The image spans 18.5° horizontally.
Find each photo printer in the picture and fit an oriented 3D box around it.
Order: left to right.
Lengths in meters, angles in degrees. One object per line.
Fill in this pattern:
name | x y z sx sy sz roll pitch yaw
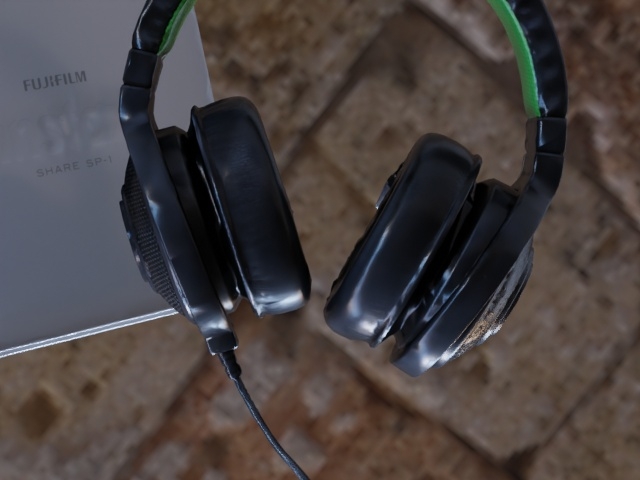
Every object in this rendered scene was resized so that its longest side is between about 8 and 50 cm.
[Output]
photo printer | -0.192 -0.085 1.302 0.107 0.256 0.307 -8 94 59

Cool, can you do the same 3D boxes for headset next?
headset | 0.000 0.000 1.110 0.243 0.394 0.185 10 -179 -2
